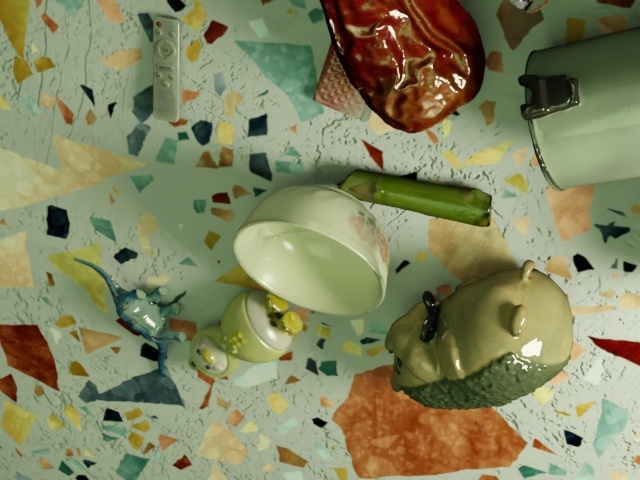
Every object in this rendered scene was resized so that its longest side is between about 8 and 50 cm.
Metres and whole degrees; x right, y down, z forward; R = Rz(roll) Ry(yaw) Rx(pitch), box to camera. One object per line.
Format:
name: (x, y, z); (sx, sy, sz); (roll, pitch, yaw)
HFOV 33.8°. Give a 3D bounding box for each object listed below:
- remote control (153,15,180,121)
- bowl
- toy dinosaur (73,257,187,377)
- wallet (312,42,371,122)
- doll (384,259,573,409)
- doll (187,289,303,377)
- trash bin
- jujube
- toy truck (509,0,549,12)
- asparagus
remote control: (-0.266, -0.299, 1.835); (0.050, 0.027, 0.184); (9, 115, 11)
bowl: (0.000, 0.000, 1.813); (0.277, 0.145, 0.277); (15, 148, 10)
toy dinosaur: (-0.341, 0.143, 2.069); (0.144, 0.076, 0.329); (-14, 123, 32)
wallet: (0.061, -0.298, 1.730); (0.103, 0.020, 0.196); (22, 122, 4)
doll: (0.260, 0.174, 1.806); (0.247, 0.247, 0.349); (45, 136, -9)
doll: (-0.156, 0.188, 2.005); (0.296, 0.117, 0.141); (-34, 94, 29)
trash bin: (0.455, -0.198, 1.527); (0.262, 0.277, 0.217); (-9, 79, 29)
jujube: (0.111, -0.323, 1.567); (0.216, 0.216, 0.342); (-25, 122, 27)
toy truck: (0.255, -0.453, 1.529); (0.252, 0.114, 0.107); (40, 121, -4)
asparagus: (0.158, -0.078, 1.795); (0.277, 0.067, 0.060); (13, 82, 10)
